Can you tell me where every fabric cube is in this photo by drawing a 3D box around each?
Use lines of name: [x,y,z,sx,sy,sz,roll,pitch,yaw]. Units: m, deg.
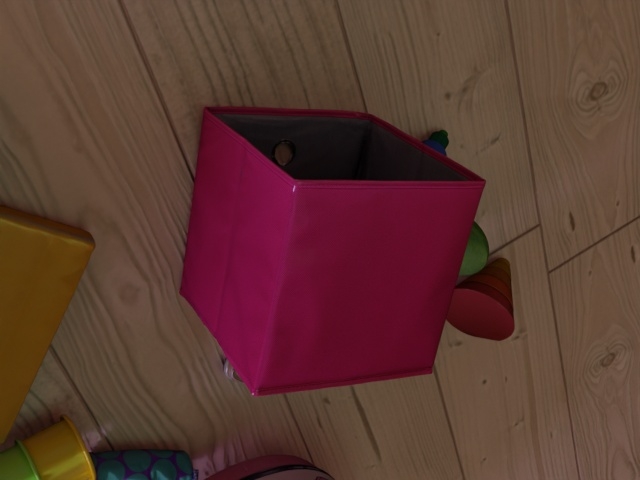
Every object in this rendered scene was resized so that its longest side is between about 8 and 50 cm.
fabric cube: [0.000,0.000,1.054,0.254,0.259,0.258,-3,117,-30]

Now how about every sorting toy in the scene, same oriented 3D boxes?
sorting toy: [0.217,-0.015,1.293,0.126,0.127,0.365,-55,131,-34]

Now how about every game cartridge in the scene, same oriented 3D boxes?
game cartridge: [-0.453,0.073,0.955,0.324,0.053,0.285,21,101,-34]

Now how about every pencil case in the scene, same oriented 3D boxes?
pencil case: [-0.248,0.321,1.183,0.152,0.070,0.064,8,151,-32]

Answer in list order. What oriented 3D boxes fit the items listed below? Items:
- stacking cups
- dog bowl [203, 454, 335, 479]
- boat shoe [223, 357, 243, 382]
stacking cups: [-0.431,0.325,1.034,0.316,0.096,0.096,-27,125,-26]
dog bowl: [-0.102,0.485,1.261,0.408,0.150,0.408,-22,133,-25]
boat shoe: [-0.042,0.180,1.232,0.190,0.072,0.068,-2,114,-30]
